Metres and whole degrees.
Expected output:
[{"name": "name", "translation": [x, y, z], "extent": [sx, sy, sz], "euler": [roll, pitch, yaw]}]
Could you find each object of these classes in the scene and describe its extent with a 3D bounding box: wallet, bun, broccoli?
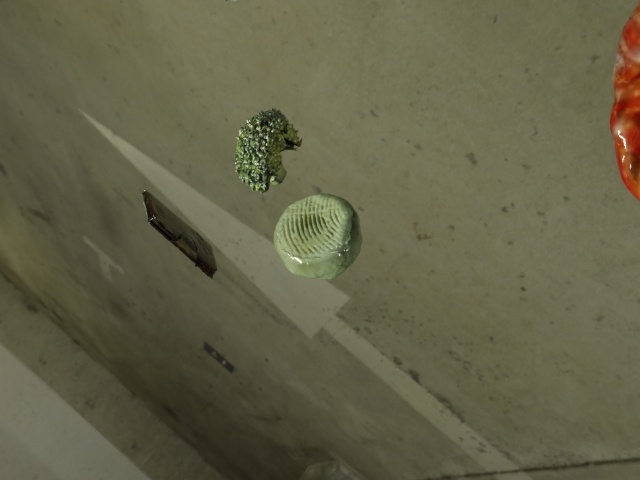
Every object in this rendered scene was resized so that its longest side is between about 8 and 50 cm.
[{"name": "wallet", "translation": [-0.311, -0.013, 1.193], "extent": [0.232, 0.031, 0.122], "euler": [52, -175, -45]}, {"name": "bun", "translation": [0.000, 0.000, 1.103], "extent": [0.195, 0.195, 0.118], "euler": [21, 151, 32]}, {"name": "broccoli", "translation": [-0.058, -0.100, 0.612], "extent": [0.097, 0.095, 0.092], "euler": [43, 166, 50]}]

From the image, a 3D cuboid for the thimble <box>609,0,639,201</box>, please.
[{"name": "thimble", "translation": [0.458, -0.132, 0.453], "extent": [0.350, 0.230, 0.350], "euler": [52, 156, 34]}]
